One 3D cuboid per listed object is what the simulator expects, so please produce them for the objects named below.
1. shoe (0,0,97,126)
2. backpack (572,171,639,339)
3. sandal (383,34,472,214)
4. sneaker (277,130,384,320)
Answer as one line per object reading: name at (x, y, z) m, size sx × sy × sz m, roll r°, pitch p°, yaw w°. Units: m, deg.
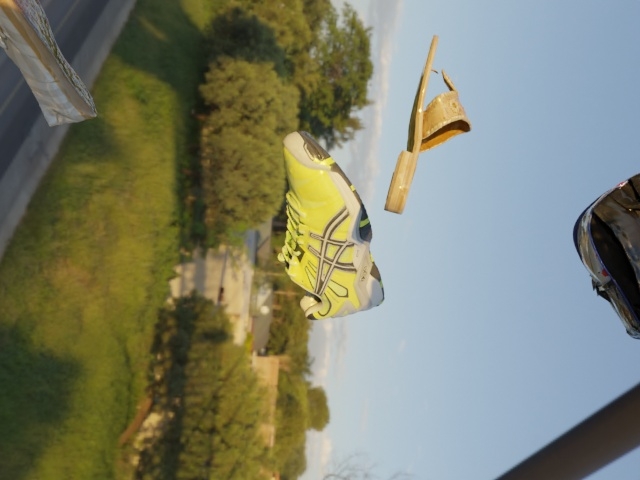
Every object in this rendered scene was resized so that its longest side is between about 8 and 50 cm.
shoe at (-0.304, -0.194, 0.679) m, size 0.219 × 0.058 × 0.077 m, roll 80°, pitch -10°, yaw -63°
backpack at (0.584, 0.014, 1.119) m, size 0.263 × 0.276 × 0.213 m, roll 60°, pitch -3°, yaw 4°
sandal at (0.147, -0.136, 0.801) m, size 0.088 × 0.079 × 0.240 m, roll 94°, pitch 13°, yaw -74°
sneaker at (0.000, 0.000, 1.061) m, size 0.145 × 0.147 × 0.385 m, roll 55°, pitch -12°, yaw 52°
